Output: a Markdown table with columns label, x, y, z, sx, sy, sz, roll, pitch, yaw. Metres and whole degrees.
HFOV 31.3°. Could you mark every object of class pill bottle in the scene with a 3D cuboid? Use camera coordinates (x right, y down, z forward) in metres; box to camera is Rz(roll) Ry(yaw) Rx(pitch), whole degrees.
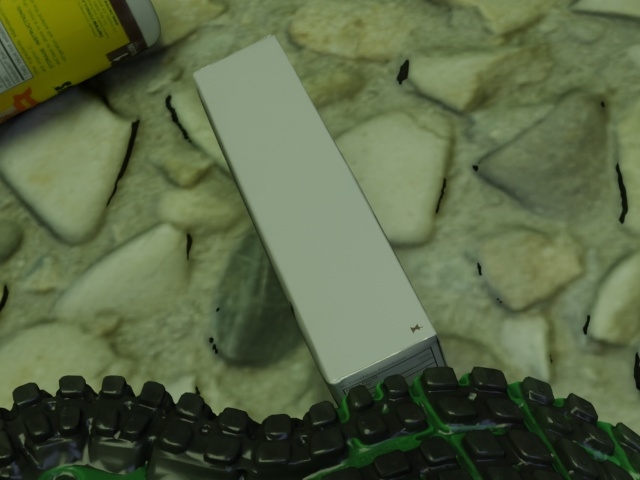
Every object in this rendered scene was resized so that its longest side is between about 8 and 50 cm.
| label | x | y | z | sx | sy | sz | roll | pitch | yaw |
| --- | --- | --- | --- | --- | --- | --- | --- | --- | --- |
| pill bottle | -0.229 | -0.146 | 0.800 | 0.215 | 0.117 | 0.117 | -27 | 50 | -4 |

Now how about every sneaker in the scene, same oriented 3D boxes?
| label | x | y | z | sx | sy | sz | roll | pitch | yaw |
| --- | --- | --- | --- | --- | --- | --- | --- | --- | --- |
| sneaker | 0.008 | 0.144 | 0.506 | 0.343 | 0.146 | 0.134 | 3 | 40 | 2 |

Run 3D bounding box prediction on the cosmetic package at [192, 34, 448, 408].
| label | x | y | z | sx | sy | sz | roll | pitch | yaw |
| --- | --- | --- | --- | --- | --- | --- | --- | --- | --- |
| cosmetic package | 0.000 | 0.000 | 0.628 | 0.060 | 0.099 | 0.239 | -24 | 50 | -2 |
